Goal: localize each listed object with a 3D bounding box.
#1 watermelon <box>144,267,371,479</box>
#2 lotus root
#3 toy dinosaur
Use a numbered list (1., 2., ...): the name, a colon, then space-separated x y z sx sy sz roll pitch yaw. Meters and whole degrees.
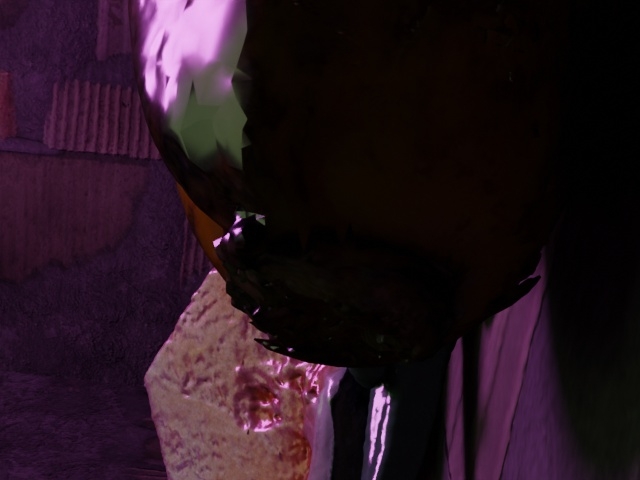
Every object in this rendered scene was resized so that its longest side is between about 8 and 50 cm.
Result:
1. watermelon: -0.013 0.087 0.788 0.260 0.176 0.256 -54 15 30
2. lotus root: 0.015 -0.131 0.486 0.196 0.179 0.397 105 170 -57
3. toy dinosaur: 0.045 0.021 0.613 0.120 0.079 0.292 91 -174 -58
